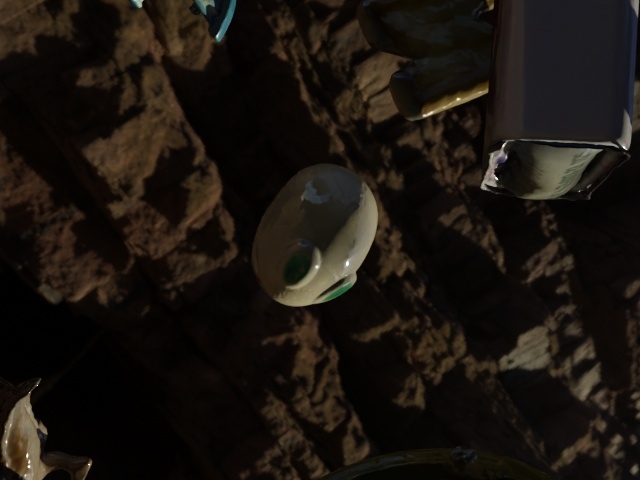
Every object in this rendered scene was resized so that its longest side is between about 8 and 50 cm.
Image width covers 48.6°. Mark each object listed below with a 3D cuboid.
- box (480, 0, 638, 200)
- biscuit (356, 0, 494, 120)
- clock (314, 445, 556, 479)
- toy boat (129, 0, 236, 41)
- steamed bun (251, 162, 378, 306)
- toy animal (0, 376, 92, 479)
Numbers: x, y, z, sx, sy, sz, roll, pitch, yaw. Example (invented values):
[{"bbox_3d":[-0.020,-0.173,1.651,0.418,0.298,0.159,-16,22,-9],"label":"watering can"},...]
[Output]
[{"bbox_3d":[0.198,-0.223,0.598,0.112,0.370,0.190,5,-7,12],"label":"box"},{"bbox_3d":[0.224,-0.360,1.271,0.237,0.290,0.062,65,-18,-1],"label":"biscuit"},{"bbox_3d":[0.056,0.213,0.449,0.237,0.237,0.057,11,-61,66],"label":"clock"},{"bbox_3d":[-0.179,-0.292,0.758,0.215,0.102,0.088,43,2,5],"label":"toy boat"},{"bbox_3d":[0.000,0.000,1.069,0.130,0.228,0.177,32,-5,47],"label":"steamed bun"},{"bbox_3d":[-0.275,0.162,0.562,0.179,0.089,0.188,20,-61,-3],"label":"toy animal"}]
